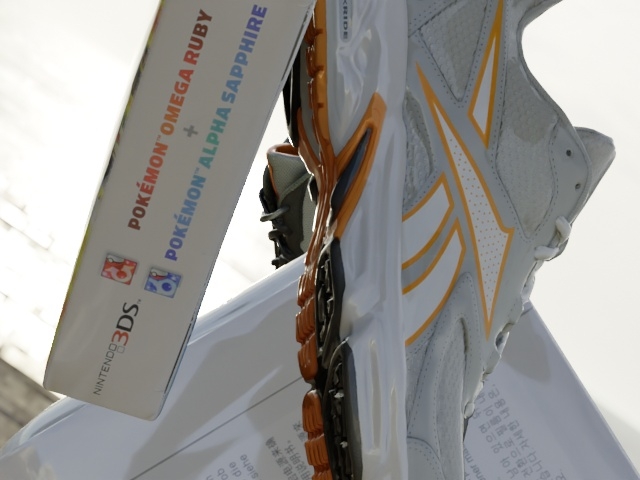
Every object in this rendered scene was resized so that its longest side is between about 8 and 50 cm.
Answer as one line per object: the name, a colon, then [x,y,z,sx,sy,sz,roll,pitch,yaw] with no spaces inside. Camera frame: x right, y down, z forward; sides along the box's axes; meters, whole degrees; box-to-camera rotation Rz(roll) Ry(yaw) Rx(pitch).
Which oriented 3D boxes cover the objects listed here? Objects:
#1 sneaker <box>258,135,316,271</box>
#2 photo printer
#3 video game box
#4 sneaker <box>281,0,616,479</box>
sneaker: [0.000,0.000,1.229,0.108,0.272,0.100,11,12,-25]
photo printer: [-0.003,0.151,0.955,0.256,0.307,0.107,58,-10,5]
video game box: [-0.037,-0.074,0.669,0.048,0.187,0.205,15,36,-6]
sneaker: [0.054,0.003,0.721,0.121,0.262,0.099,-1,-5,-11]
